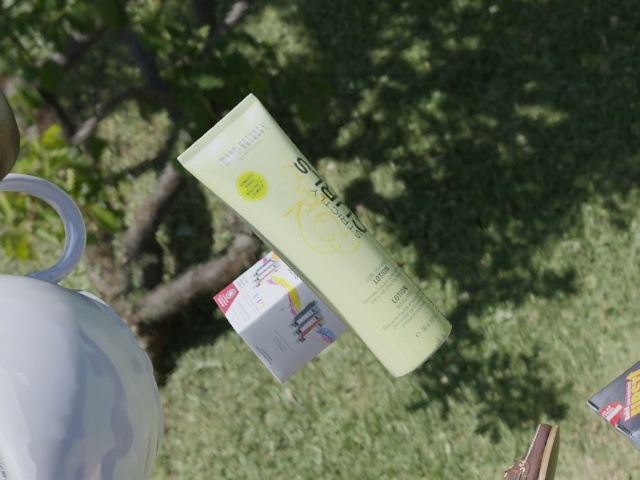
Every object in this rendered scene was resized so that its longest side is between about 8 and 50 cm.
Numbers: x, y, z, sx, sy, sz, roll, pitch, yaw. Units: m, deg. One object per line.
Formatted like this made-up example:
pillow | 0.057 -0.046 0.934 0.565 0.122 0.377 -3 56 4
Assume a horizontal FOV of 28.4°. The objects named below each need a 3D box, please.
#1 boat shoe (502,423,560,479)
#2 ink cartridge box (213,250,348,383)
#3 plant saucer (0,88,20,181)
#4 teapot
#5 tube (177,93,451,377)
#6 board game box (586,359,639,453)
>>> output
boat shoe | 0.273 0.335 1.693 0.073 0.073 0.207 6 54 22
ink cartridge box | -0.044 0.097 1.921 0.176 0.127 0.128 -39 31 -3
plant saucer | -0.288 -0.098 0.818 0.036 0.198 0.199 -62 38 32
teapot | -0.208 0.121 0.955 0.252 0.256 0.187 41 46 23
tube | 0.000 0.000 0.967 0.062 0.240 0.070 -41 4 14
board game box | 0.230 0.090 0.661 0.194 0.060 0.194 -38 17 33
